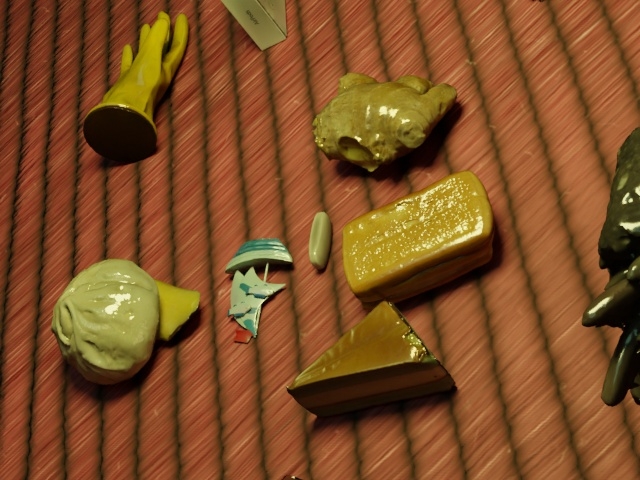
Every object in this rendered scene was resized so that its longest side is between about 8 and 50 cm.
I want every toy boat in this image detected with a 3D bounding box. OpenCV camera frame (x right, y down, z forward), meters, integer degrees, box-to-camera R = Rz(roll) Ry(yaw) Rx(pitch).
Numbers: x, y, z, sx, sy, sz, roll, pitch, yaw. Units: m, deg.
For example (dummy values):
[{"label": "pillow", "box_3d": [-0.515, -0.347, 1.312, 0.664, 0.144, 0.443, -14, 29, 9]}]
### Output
[{"label": "toy boat", "box_3d": [-0.095, 0.063, 1.784, 0.105, 0.034, 0.149, 17, 80, 40]}]

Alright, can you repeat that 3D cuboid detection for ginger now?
[{"label": "ginger", "box_3d": [0.071, -0.164, 1.784, 0.216, 0.102, 0.157, 2, 51, 38]}]

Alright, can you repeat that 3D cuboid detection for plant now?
[{"label": "plant", "box_3d": [0.379, 0.034, 1.338, 0.194, 0.181, 0.321, -7, 55, 26]}]

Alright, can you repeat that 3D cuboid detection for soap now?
[{"label": "soap", "box_3d": [-0.226, 0.099, 1.840, 0.168, 0.033, 0.089, 13, 73, 43]}]

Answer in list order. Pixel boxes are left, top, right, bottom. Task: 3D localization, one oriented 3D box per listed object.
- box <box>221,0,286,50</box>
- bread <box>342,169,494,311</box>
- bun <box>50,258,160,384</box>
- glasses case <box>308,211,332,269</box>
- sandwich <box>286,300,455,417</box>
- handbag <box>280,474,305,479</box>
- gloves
[{"label": "box", "box_3d": [-0.107, -0.390, 2.078, 0.051, 0.130, 0.129, -23, 46, 21]}, {"label": "bread", "box_3d": [0.123, 0.002, 1.628, 0.200, 0.077, 0.116, -25, 44, 16]}, {"label": "bun", "box_3d": [-0.304, 0.104, 1.810, 0.183, 0.102, 0.183, -11, 73, 38]}, {"label": "glasses case", "box_3d": [0.000, 0.000, 1.754, 0.021, 0.032, 0.083, -10, 51, 25]}, {"label": "sandwich", "box_3d": [0.057, 0.167, 1.540, 0.163, 0.079, 0.113, -40, 41, 1]}, {"label": "handbag", "box_3d": [0.001, 0.396, 1.401, 0.260, 0.084, 0.276, 9, 62, 44]}, {"label": "gloves", "box_3d": [-0.293, -0.269, 2.152, 0.133, 0.116, 0.294, -10, 44, 21]}]
